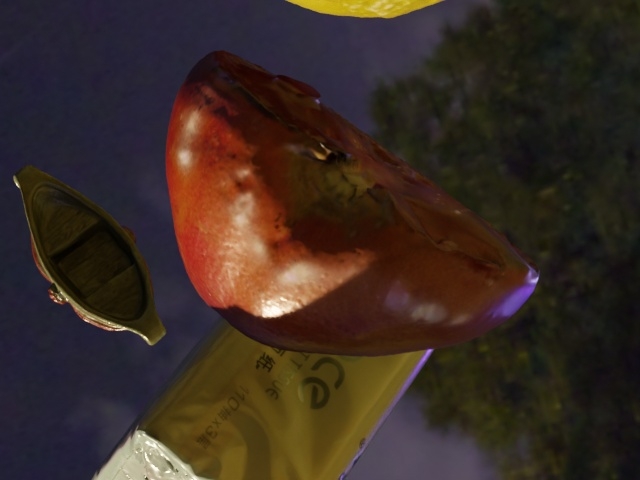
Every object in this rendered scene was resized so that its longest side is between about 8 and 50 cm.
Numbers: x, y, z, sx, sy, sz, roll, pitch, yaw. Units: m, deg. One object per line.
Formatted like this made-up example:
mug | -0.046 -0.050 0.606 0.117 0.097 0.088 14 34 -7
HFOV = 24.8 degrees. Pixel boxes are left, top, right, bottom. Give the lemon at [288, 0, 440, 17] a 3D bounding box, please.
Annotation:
lemon | 0.051 -0.292 1.051 0.284 0.260 0.260 -44 -64 -18

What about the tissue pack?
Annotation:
tissue pack | -0.043 0.160 1.552 0.205 0.332 0.405 38 -122 1

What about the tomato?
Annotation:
tomato | 0.000 0.000 0.859 0.233 0.139 0.200 38 -168 9

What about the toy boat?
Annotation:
toy boat | -0.190 0.017 1.212 0.185 0.089 0.071 49 166 9
